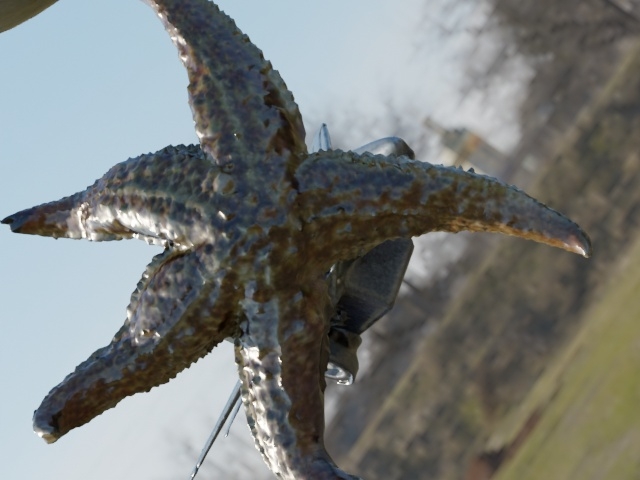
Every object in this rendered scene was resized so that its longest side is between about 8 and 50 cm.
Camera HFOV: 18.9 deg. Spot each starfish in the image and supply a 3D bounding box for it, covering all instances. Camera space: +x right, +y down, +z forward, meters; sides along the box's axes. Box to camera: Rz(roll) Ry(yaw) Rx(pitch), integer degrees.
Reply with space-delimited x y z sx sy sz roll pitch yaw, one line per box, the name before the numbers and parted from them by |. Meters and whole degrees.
starfish | -0.022 -0.005 0.705 0.057 0.238 0.213 6 -105 -65

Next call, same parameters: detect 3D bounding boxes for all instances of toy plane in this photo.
toy plane | 0.011 0.005 0.920 0.267 0.088 0.212 -35 32 63

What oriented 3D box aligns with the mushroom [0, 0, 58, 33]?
mushroom | -0.224 -0.202 1.369 0.225 0.116 0.093 -9 -8 -5
